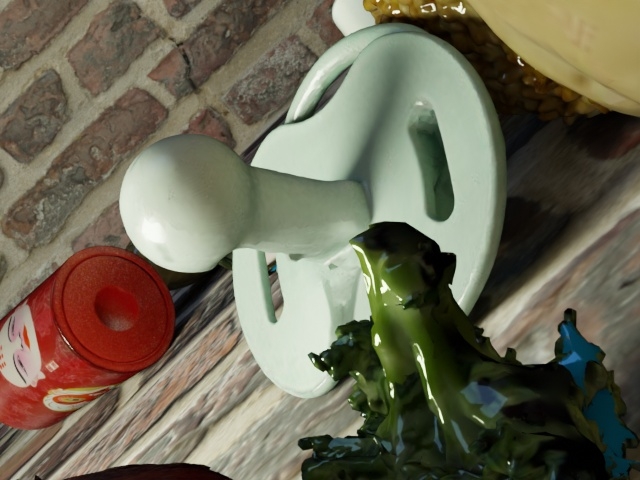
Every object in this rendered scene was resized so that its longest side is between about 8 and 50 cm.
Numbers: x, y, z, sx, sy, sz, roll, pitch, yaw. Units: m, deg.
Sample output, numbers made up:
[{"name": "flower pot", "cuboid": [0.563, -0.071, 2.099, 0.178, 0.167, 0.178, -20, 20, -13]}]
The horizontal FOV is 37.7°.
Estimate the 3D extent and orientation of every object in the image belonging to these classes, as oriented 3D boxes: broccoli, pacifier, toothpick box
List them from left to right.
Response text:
[{"name": "toothpick box", "cuboid": [-0.399, 0.162, 1.487, 0.333, 0.204, 0.204, -33, 16, 43]}, {"name": "pacifier", "cuboid": [-0.023, -0.033, 0.717, 0.343, 0.269, 0.288, -35, 57, 44]}, {"name": "broccoli", "cuboid": [0.055, 0.069, 0.404, 0.155, 0.160, 0.167, -7, 15, 23]}]

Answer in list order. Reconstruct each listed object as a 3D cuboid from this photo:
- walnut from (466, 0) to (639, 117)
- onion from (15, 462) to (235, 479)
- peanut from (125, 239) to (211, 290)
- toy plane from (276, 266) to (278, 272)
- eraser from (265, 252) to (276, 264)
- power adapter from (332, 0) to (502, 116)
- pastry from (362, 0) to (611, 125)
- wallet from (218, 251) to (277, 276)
[{"name": "walnut", "cuboid": [0.188, -0.210, 0.335, 0.381, 0.381, 0.381, -42, 12, 11]}, {"name": "onion", "cuboid": [-0.102, 0.194, 0.399, 0.246, 0.190, 0.246, -24, 13, 6]}, {"name": "peanut", "cuboid": [-0.231, -0.015, 1.665, 0.140, 0.153, 0.325, -38, 6, 48]}, {"name": "toy plane", "cuboid": [-0.010, -0.006, 1.032, 0.267, 0.088, 0.212, -26, 34, 59]}, {"name": "eraser", "cuboid": [0.022, -0.076, 1.139, 0.243, 0.059, 0.204, -34, 21, 49]}, {"name": "power adapter", "cuboid": [0.125, -0.251, 1.024, 0.187, 0.124, 0.255, -41, 56, 12]}, {"name": "pastry", "cuboid": [0.166, -0.271, 0.709, 0.245, 0.409, 0.409, -38, 8, -27]}, {"name": "wallet", "cuboid": [-0.088, -0.019, 1.385, 0.169, 0.044, 0.317, -41, 17, -12]}]
